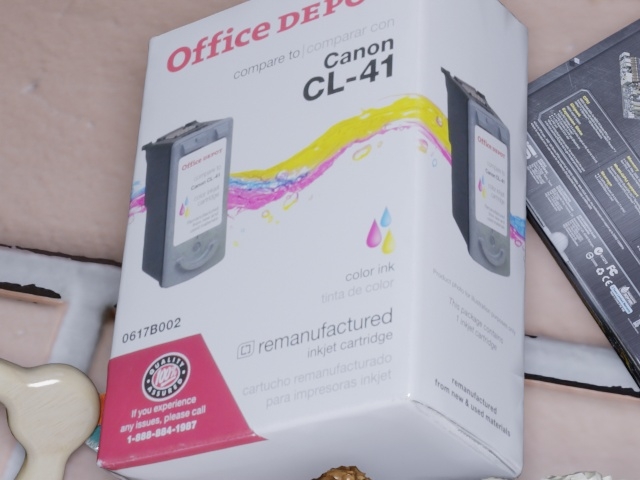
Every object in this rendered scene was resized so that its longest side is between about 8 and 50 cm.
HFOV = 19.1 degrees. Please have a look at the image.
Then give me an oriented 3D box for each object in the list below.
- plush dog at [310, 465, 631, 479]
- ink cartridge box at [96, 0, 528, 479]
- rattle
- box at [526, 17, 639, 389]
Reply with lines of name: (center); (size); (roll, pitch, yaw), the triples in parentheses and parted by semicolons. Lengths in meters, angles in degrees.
plush dog: (0.073, 0.199, 1.012); (0.225, 0.262, 0.210); (0, 28, 8)
ink cartridge box: (0.000, 0.000, 1.149); (0.226, 0.131, 0.306); (-16, 57, 31)
rattle: (-0.196, 0.119, 1.238); (0.200, 0.143, 0.130); (-20, 88, -11)
box: (0.225, -0.030, 1.165); (0.183, 0.056, 0.231); (-30, 56, -1)
